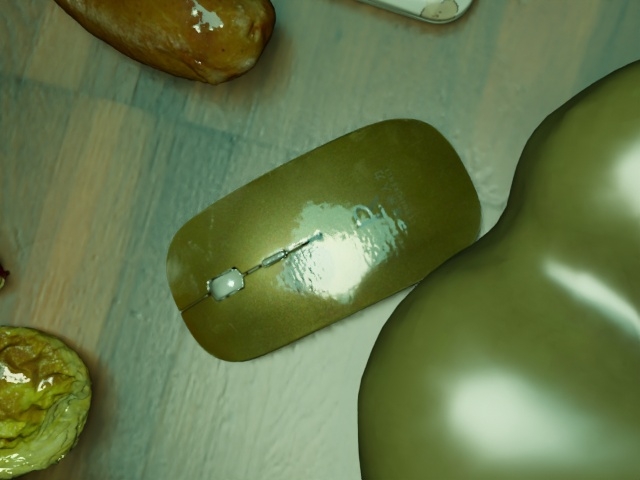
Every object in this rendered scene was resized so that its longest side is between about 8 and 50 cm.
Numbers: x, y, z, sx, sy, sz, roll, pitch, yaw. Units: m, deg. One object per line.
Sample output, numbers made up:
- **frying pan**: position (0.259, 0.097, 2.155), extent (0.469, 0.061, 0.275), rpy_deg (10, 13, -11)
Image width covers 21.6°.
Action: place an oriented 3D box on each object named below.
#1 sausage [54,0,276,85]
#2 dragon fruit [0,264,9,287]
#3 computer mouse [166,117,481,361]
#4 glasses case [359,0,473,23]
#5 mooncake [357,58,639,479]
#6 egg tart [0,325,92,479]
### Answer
- **sausage**: position (-0.153, -0.201, 1.030), extent (0.302, 0.103, 0.076), rpy_deg (46, 46, 6)
- **dragon fruit**: position (-0.255, -0.005, 1.014), extent (0.063, 0.131, 0.097), rpy_deg (-30, 77, 8)
- **computer mouse**: position (0.000, 0.000, 1.029), extent (0.199, 0.045, 0.102), rpy_deg (-25, 82, 3)
- **glasses case**: position (0.021, -0.184, 1.039), extent (0.164, 0.041, 0.063), rpy_deg (20, 89, 7)
- **mooncake**: position (0.251, 0.122, 0.891), extent (0.467, 0.262, 0.467), rpy_deg (0, 88, 4)
- **egg tart**: position (-0.202, 0.105, 1.020), extent (0.130, 0.130, 0.052), rpy_deg (2, 131, -2)
